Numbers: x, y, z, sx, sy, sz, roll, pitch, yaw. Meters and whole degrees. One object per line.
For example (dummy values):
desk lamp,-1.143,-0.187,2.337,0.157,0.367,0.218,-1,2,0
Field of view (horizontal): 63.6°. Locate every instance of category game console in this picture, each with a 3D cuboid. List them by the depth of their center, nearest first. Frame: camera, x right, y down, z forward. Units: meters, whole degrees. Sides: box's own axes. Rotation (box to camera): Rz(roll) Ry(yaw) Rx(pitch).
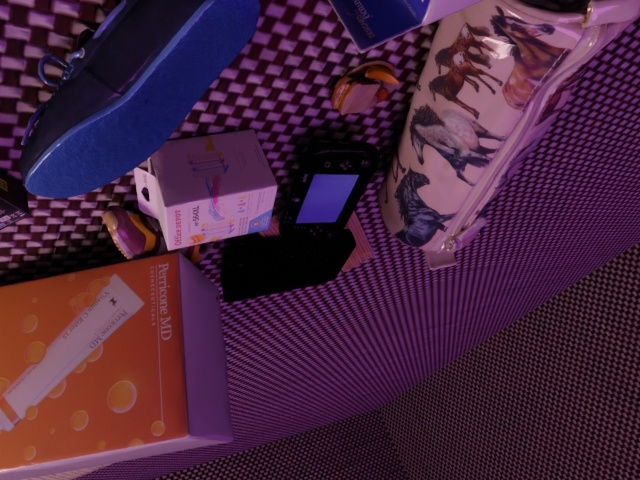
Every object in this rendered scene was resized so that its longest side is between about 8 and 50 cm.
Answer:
game console,-0.028,-0.017,0.770,0.213,0.044,0.361,-10,150,-24

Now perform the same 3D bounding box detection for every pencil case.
pencil case,0.190,-0.142,0.608,0.159,0.184,0.410,-14,151,-18

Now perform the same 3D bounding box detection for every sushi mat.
sushi mat,0.000,0.000,0.893,0.151,0.019,0.316,-25,154,4

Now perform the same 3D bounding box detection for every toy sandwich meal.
toy sandwich meal,0.054,-0.174,0.604,0.085,0.029,0.086,-19,153,-10

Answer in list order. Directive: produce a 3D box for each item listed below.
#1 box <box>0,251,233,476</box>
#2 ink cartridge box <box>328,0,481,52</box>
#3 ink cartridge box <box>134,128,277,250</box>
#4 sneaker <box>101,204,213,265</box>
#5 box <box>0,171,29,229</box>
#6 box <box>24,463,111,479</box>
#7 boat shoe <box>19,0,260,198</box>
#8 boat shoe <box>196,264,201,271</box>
box,-0.306,0.170,0.650,0.344,0.215,0.168,-12,157,3
ink cartridge box,0.143,-0.266,0.357,0.332,0.166,0.065,-25,154,-1
ink cartridge box,-0.135,-0.057,0.595,0.143,0.090,0.092,-14,152,-21
sneaker,-0.204,-0.010,0.664,0.083,0.070,0.185,-32,160,-3
box,-0.408,-0.035,0.462,0.190,0.045,0.184,-25,151,4
box,-0.458,0.271,0.793,0.242,0.214,0.117,-18,153,-12
boat shoe,-0.160,-0.137,0.439,0.258,0.089,0.109,-36,165,12
boat shoe,-0.238,0.059,0.782,0.125,0.038,0.046,-25,154,2
